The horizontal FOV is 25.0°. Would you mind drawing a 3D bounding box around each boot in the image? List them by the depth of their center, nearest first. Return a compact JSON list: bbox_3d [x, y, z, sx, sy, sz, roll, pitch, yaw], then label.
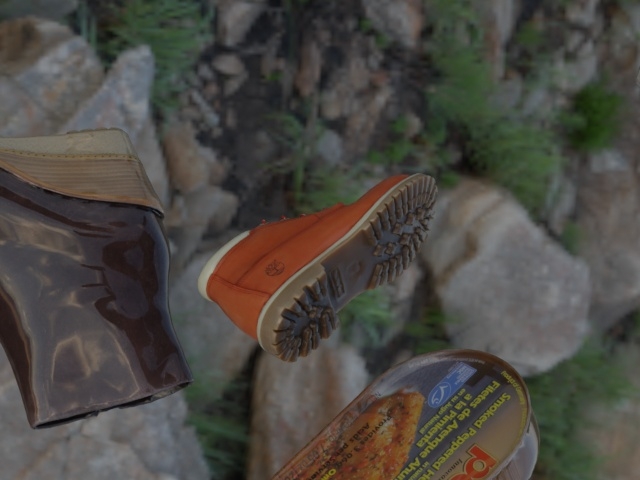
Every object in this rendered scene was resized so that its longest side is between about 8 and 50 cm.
[{"bbox_3d":[0.000,0.000,0.859,0.158,0.084,0.059,-37,135,-30],"label":"boot"},{"bbox_3d":[-0.224,0.032,1.021,0.248,0.090,0.207,-10,75,-14],"label":"boot"}]

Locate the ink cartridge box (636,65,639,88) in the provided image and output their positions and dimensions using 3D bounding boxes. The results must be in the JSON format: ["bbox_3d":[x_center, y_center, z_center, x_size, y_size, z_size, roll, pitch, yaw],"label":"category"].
[{"bbox_3d":[0.445,-0.084,0.912,0.285,0.395,0.166,-104,-161,-49],"label":"ink cartridge box"}]

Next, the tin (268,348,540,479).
[{"bbox_3d":[0.036,0.134,0.759,0.189,0.106,0.040,-41,126,-20],"label":"tin"}]
